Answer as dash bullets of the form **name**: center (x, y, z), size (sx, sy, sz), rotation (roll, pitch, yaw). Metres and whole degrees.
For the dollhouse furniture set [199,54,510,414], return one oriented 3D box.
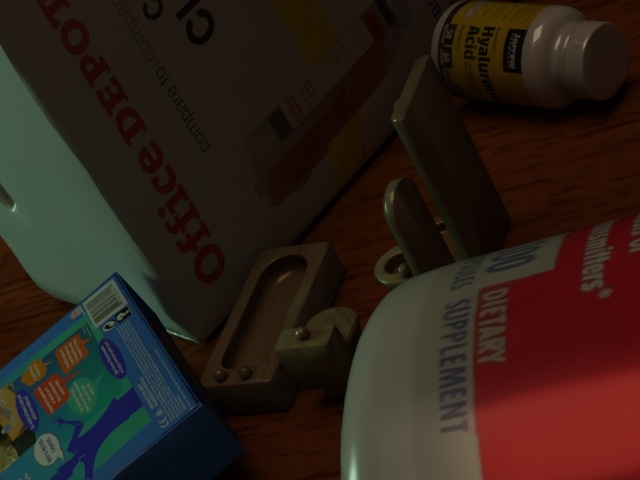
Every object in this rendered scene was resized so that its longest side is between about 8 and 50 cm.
- **dollhouse furniture set**: center (0.000, 0.000, 0.901), size (0.151, 0.123, 0.144), rotation (-7, 40, 30)

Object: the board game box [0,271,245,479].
- **board game box**: center (-0.159, 0.131, 0.896), size (0.210, 0.047, 0.160), rotation (-39, 35, -1)

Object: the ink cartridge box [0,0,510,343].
- **ink cartridge box**: center (-0.065, -0.168, 1.032), size (0.160, 0.279, 0.384), rotation (14, 54, 45)

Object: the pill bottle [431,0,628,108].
- **pill bottle**: center (0.131, -0.116, 1.008), size (0.116, 0.065, 0.065), rotation (11, 51, 45)

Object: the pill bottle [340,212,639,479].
- **pill bottle**: center (0.232, 0.075, 0.539), size (0.408, 0.229, 0.229), rotation (-16, 36, 19)
